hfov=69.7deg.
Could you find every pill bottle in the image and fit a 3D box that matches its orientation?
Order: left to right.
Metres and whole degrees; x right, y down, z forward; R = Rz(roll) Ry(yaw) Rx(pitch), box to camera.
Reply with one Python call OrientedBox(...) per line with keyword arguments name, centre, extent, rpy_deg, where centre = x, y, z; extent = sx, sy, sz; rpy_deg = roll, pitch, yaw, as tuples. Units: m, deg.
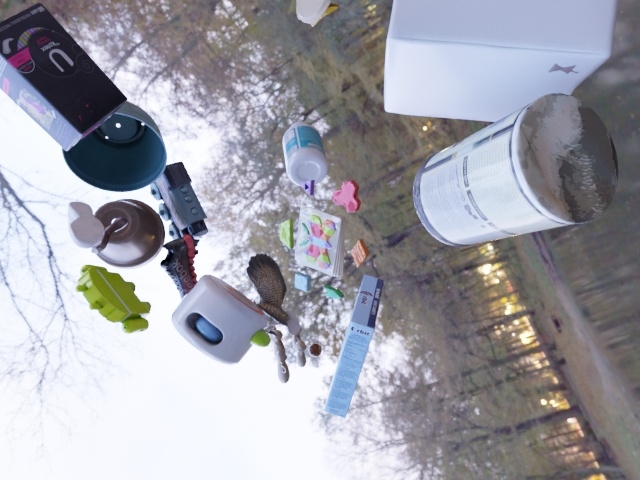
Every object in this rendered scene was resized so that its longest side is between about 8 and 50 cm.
OrientedBox(name="pill bottle", centre=(-0.060, -0.326, 1.669), extent=(0.146, 0.146, 0.264), rpy_deg=(48, -158, -40))

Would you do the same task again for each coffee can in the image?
OrientedBox(name="coffee can", centre=(0.321, -0.104, 0.803), extent=(0.202, 0.201, 0.275), rpy_deg=(63, 159, -2))

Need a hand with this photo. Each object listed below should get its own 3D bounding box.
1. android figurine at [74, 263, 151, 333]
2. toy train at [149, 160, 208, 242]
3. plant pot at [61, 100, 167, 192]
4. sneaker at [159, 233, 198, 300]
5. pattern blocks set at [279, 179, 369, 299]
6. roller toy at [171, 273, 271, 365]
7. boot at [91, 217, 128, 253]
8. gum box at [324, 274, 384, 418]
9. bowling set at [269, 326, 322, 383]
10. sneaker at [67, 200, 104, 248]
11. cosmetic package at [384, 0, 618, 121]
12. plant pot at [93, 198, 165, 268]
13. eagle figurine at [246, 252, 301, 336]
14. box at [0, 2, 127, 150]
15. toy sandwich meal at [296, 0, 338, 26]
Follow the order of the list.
OrientedBox(name="android figurine", centre=(-0.591, 0.163, 1.316), extent=(0.248, 0.056, 0.273), rpy_deg=(48, 180, 8))
OrientedBox(name="toy train", centre=(-0.539, -0.141, 1.764), extent=(0.142, 0.190, 0.334), rpy_deg=(-25, -90, -37))
OrientedBox(name="plant pot", centre=(-0.642, -0.326, 1.452), extent=(0.293, 0.293, 0.196), rpy_deg=(44, -161, -46))
OrientedBox(name="sneaker", centre=(-0.512, 0.119, 1.670), extent=(0.135, 0.097, 0.276), rpy_deg=(-9, -77, -33))
OrientedBox(name="pattern blocks set", centre=(0.000, 0.000, 1.231), extent=(0.026, 0.285, 0.325), rpy_deg=(-23, -68, -50))
OrientedBox(name="roller toy", centre=(-0.230, 0.181, 1.039), extent=(0.191, 0.146, 0.209), rpy_deg=(42, 174, -39))
OrientedBox(name="boot", centre=(-0.644, -0.014, 1.404), extent=(0.037, 0.106, 0.114), rpy_deg=(54, -165, -31))
OrientedBox(name="gum box", centre=(0.059, 0.175, 0.780), extent=(0.157, 0.041, 0.184), rpy_deg=(-59, -15, -64))
OrientedBox(name="bowling set", centre=(-0.100, 0.399, 1.810), extent=(0.287, 0.199, 0.154), rpy_deg=(-120, 22, -52))
OrientedBox(name="sneaker", centre=(-0.619, -0.018, 1.196), extent=(0.080, 0.094, 0.212), rpy_deg=(8, -156, -36))
OrientedBox(name="cosmetic package", centre=(0.303, -0.459, 0.827), extent=(0.329, 0.327, 0.394), rpy_deg=(28, -110, -82))
OrientedBox(name="plant pot", centre=(-0.691, -0.040, 1.614), extent=(0.263, 0.263, 0.229), rpy_deg=(66, 164, 5))
OrientedBox(name="eagle figurine", centre=(-0.178, 0.222, 1.532), extent=(0.226, 0.298, 0.225), rpy_deg=(36, -133, 17))
OrientedBox(name="box", centre=(-0.634, -0.380, 1.092), extent=(0.270, 0.143, 0.165), rpy_deg=(50, -128, -25))
OrientedBox(name="toy sandwich meal", centre=(-0.004, -0.341, 0.646), extent=(0.029, 0.085, 0.086), rpy_deg=(4, -121, -44))
